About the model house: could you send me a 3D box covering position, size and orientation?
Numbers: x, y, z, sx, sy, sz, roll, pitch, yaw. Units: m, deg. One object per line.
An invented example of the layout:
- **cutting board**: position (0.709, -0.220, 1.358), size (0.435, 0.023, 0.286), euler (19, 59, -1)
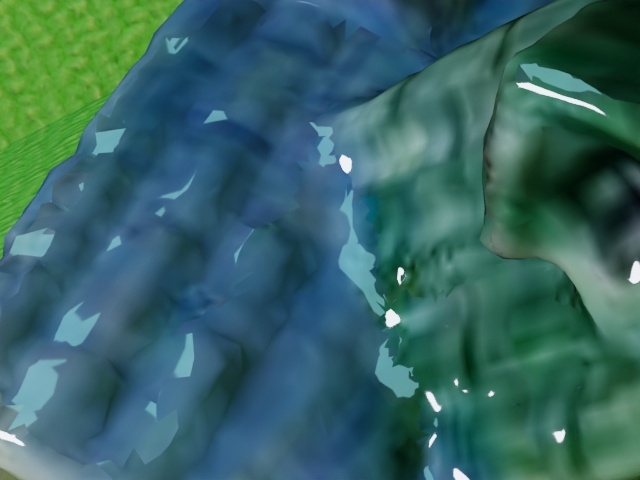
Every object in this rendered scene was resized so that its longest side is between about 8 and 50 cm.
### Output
- **model house**: position (0.094, 0.053, 0.629), size (0.445, 0.400, 0.395), euler (-17, 27, 44)
